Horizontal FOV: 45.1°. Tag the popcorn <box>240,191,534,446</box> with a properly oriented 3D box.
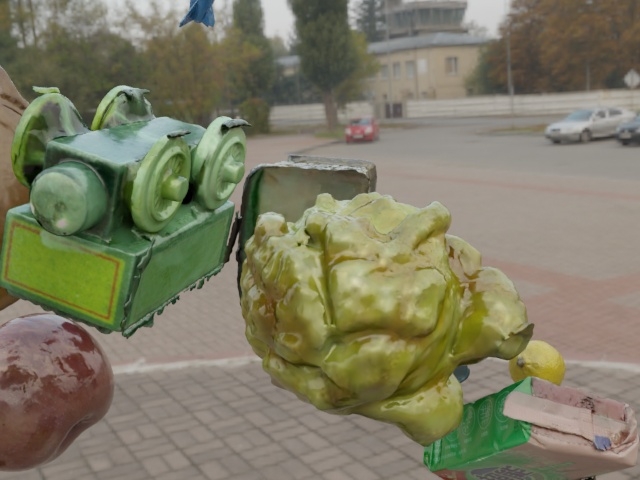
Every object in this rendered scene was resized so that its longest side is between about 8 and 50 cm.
[{"bbox_3d":[0.049,0.071,0.922,0.279,0.274,0.335,18,-1,-33],"label":"popcorn"}]

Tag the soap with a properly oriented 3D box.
[{"bbox_3d":[0.266,0.262,1.019,0.217,0.098,0.273,19,-30,-13],"label":"soap"}]

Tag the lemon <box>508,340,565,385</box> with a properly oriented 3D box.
[{"bbox_3d":[0.436,0.256,1.557,0.133,0.109,0.109,21,-8,-39],"label":"lemon"}]

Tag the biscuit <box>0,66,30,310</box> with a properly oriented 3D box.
[{"bbox_3d":[-0.433,-0.085,0.760,0.359,0.381,0.074,-33,8,-39],"label":"biscuit"}]

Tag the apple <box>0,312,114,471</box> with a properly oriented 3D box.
[{"bbox_3d":[-0.525,0.280,1.388,0.306,0.235,0.306,-46,-6,-7],"label":"apple"}]

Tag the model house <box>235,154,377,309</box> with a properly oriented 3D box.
[{"bbox_3d":[0.002,-0.001,1.394,0.243,0.298,0.284,5,13,11],"label":"model house"}]

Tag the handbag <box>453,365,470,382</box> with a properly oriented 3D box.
[{"bbox_3d":[0.157,0.230,1.507,0.229,0.179,0.062,-24,17,1],"label":"handbag"}]

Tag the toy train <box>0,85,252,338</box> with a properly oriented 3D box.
[{"bbox_3d":[-0.174,-0.036,0.719,0.159,0.188,0.271,19,19,11],"label":"toy train"}]

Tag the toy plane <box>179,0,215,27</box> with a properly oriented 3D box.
[{"bbox_3d":[-0.247,-0.613,1.746,0.105,0.271,0.254,25,24,17],"label":"toy plane"}]
